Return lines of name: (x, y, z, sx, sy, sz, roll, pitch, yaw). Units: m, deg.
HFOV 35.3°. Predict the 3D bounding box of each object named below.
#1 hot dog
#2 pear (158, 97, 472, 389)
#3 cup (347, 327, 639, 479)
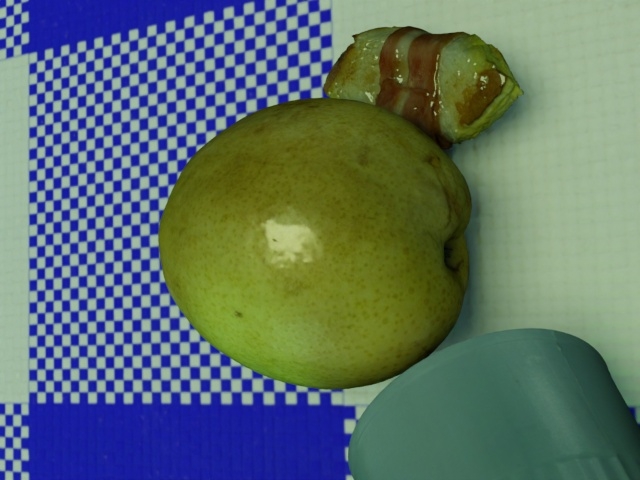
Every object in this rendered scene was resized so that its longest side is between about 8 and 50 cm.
hot dog: (0.119, -0.166, 1.080, 0.261, 0.093, 0.123, 25, 107, 45)
pear: (0.000, 0.000, 1.020, 0.314, 0.314, 0.314, -3, 84, 30)
cup: (0.161, 0.293, 0.849, 0.331, 0.257, 0.311, -37, 41, 15)
